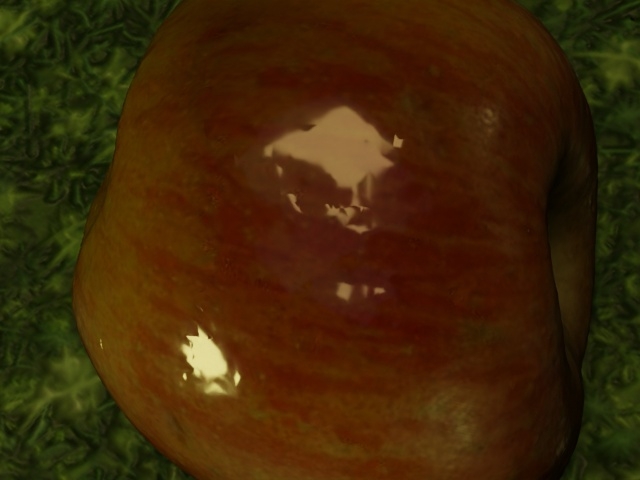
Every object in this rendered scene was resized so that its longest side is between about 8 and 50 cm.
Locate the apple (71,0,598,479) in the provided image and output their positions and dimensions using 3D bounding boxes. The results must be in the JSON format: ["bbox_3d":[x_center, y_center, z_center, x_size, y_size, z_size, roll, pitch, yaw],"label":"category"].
[{"bbox_3d":[0.000,0.000,0.796,0.301,0.301,0.302,-2,62,3],"label":"apple"}]
